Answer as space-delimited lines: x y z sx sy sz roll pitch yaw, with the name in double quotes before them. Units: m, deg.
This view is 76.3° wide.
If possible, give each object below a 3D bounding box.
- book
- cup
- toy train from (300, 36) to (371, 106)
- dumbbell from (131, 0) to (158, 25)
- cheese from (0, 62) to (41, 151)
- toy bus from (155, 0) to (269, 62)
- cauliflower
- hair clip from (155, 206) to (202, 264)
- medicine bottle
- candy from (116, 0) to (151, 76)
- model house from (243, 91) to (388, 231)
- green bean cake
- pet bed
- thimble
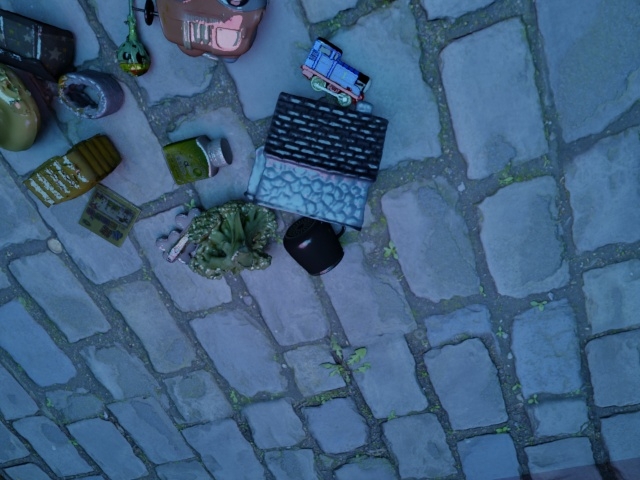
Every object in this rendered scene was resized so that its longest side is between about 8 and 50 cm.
"book" -0.751 -0.086 1.452 0.168 0.013 0.192 34 114 -11
"cup" 0.000 0.000 1.354 0.223 0.169 0.176 -39 113 -12
"toy train" 0.049 -0.470 1.162 0.204 0.082 0.131 28 112 -9
"dumbbell" -0.448 -0.629 1.135 0.147 0.069 0.069 9 116 -9
"cheese" -0.947 -0.405 1.204 0.316 0.128 0.259 -11 130 44
"toy bus" -0.285 -0.592 1.064 0.288 0.194 0.231 5 124 -12
"cauliflower" -0.275 0.022 1.323 0.327 0.281 0.260 -38 145 5
"hair clip" -0.479 -0.008 1.435 0.146 0.075 0.257 39 106 -15
"medicine bottle" -0.385 -0.262 1.294 0.189 0.088 0.131 -11 113 11
"candy" -0.536 -0.625 1.150 0.083 0.091 0.304 8 109 13
"model house" -0.014 -0.254 1.173 0.361 0.297 0.338 14 108 -2
"green bean cake" -0.764 -0.219 1.274 0.224 0.229 0.131 -23 117 17
"pet bed" -0.840 -0.550 1.154 0.211 0.183 0.159 16 109 -5
"thimble" -0.687 -0.438 1.224 0.152 0.117 0.127 23 115 -7
